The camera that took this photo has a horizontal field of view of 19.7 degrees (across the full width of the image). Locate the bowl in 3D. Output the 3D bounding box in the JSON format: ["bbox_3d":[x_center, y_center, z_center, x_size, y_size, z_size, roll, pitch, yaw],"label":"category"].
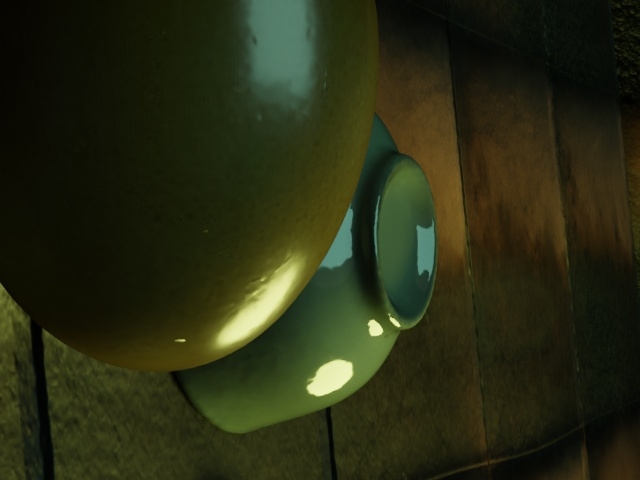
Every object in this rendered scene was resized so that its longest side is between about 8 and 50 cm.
[{"bbox_3d":[0.000,0.000,1.377,0.289,0.146,0.289,-2,90,-67],"label":"bowl"}]

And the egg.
[{"bbox_3d":[-0.091,-0.087,1.025,0.250,0.250,0.322,-10,99,-70],"label":"egg"}]
